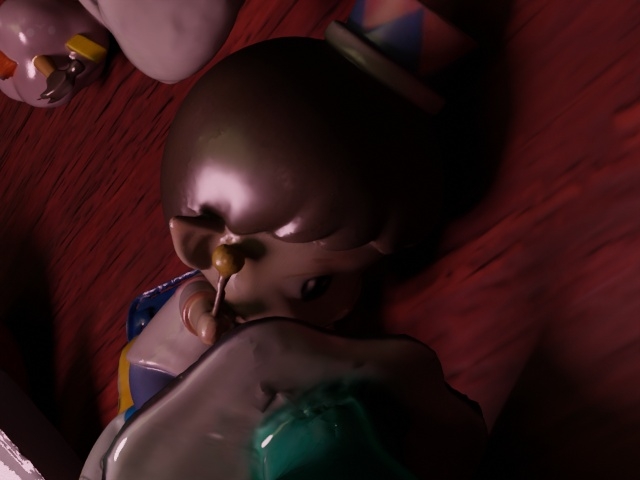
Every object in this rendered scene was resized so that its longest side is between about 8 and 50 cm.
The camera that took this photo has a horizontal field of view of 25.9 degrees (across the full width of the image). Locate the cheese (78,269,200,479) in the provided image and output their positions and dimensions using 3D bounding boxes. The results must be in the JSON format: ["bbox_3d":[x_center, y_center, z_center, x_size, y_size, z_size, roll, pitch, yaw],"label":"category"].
[{"bbox_3d":[-0.100,0.134,0.919,0.177,0.069,0.270,-25,44,24],"label":"cheese"}]

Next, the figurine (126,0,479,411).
[{"bbox_3d":[-0.008,-0.003,0.721,0.158,0.161,0.275,22,112,20],"label":"figurine"}]

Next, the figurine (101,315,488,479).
[{"bbox_3d":[0.021,0.207,0.527,0.323,0.232,0.340,-64,27,25],"label":"figurine"}]

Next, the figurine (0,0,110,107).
[{"bbox_3d":[-0.246,-0.203,1.254,0.112,0.137,0.228,77,-174,-62],"label":"figurine"}]

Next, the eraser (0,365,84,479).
[{"bbox_3d":[-0.317,0.236,1.188,0.227,0.081,0.174,-45,80,15],"label":"eraser"}]

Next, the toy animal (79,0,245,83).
[{"bbox_3d":[-0.092,-0.276,0.849,0.258,0.194,0.357,-55,34,39],"label":"toy animal"}]

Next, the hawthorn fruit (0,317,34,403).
[{"bbox_3d":[-0.420,0.149,1.397,0.369,0.285,0.284,-98,19,-77],"label":"hawthorn fruit"}]
